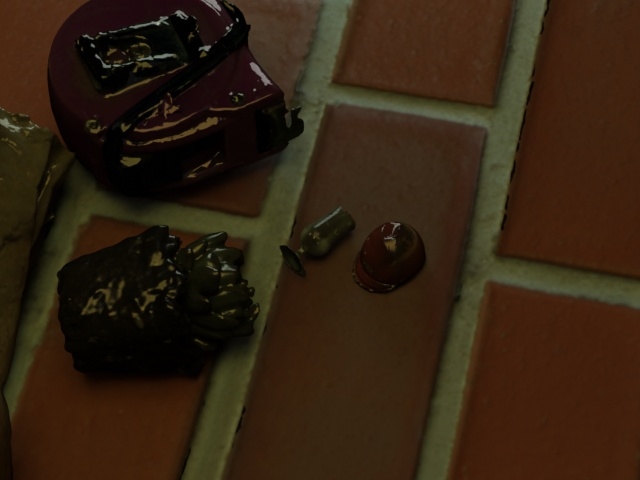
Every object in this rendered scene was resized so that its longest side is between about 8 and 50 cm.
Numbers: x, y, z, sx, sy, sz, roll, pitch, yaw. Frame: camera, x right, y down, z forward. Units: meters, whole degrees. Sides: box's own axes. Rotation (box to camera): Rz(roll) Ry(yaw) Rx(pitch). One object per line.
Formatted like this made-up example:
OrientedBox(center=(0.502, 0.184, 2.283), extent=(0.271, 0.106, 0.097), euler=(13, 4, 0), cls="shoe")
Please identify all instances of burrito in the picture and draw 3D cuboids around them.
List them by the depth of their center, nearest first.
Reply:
OrientedBox(center=(-0.383, 0.016, 1.846), extent=(0.190, 0.135, 0.332), euler=(12, 62, 2), cls="burrito")

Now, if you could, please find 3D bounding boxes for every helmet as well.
OrientedBox(center=(0.072, 0.012, 1.871), extent=(0.084, 0.049, 0.065), euler=(-38, 65, -20), cls="helmet")

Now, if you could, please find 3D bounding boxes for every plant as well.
OrientedBox(center=(-0.163, 0.062, 1.803), extent=(0.194, 0.132, 0.129), euler=(-12, 60, 0), cls="plant")

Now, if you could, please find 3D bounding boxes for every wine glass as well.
OrientedBox(center=(0.000, 0.000, 1.891), extent=(0.083, 0.039, 0.042), euler=(-36, 61, -23), cls="wine glass")

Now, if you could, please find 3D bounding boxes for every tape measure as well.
OrientedBox(center=(-0.170, -0.171, 1.939), extent=(0.245, 0.149, 0.231), euler=(-26, 61, -14), cls="tape measure")

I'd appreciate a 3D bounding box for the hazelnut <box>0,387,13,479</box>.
OrientedBox(center=(-0.383, 0.232, 1.671), extent=(0.261, 0.241, 0.261), euler=(-17, 55, 27), cls="hazelnut")
